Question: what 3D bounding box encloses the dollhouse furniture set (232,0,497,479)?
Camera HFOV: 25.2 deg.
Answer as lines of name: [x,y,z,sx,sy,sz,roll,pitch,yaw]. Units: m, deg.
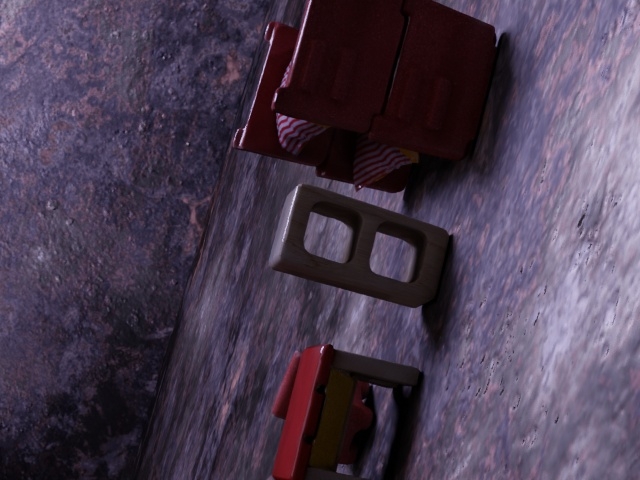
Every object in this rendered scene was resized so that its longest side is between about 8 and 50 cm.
dollhouse furniture set: [0.000,0.000,1.108,0.201,0.152,0.374,149,136,-75]
